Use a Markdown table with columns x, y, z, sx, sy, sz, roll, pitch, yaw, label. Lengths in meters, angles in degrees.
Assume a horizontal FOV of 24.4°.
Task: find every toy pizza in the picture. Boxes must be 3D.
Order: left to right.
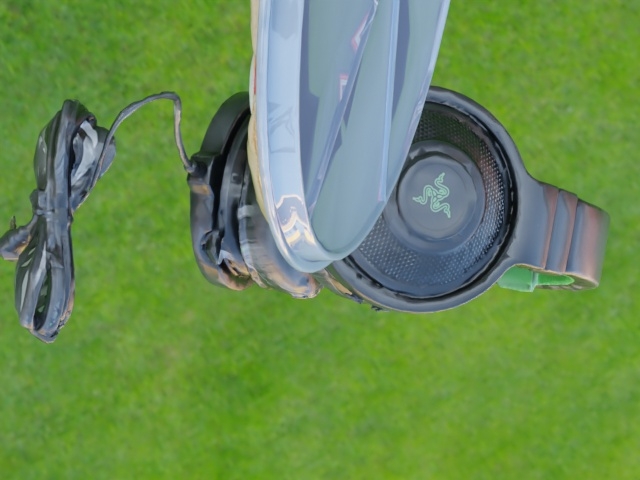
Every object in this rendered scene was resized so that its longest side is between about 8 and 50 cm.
| x | y | z | sx | sy | sz | roll | pitch | yaw | label |
| --- | --- | --- | --- | --- | --- | --- | --- | --- | --- |
| 0.009 | -0.091 | 0.410 | 0.032 | 0.201 | 0.201 | 12 | 142 | 13 | toy pizza |

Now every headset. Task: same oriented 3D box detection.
| x | y | z | sx | sy | sz | roll | pitch | yaw | label |
| --- | --- | --- | --- | --- | --- | --- | --- | --- | --- |
| 0.000 | 0.000 | 0.902 | 0.394 | 0.243 | 0.185 | 16 | 83 | -39 | headset |
